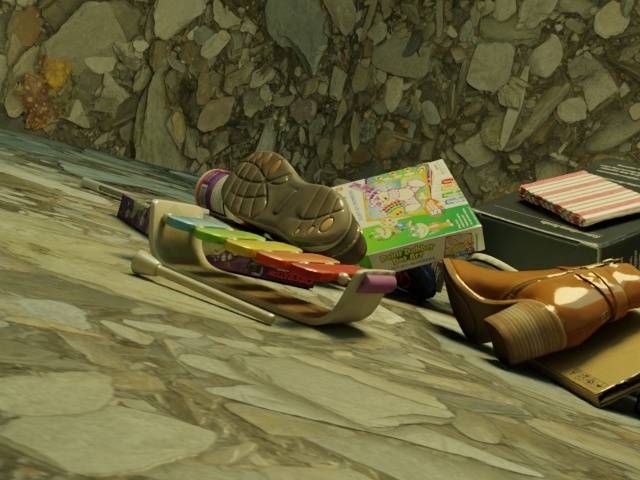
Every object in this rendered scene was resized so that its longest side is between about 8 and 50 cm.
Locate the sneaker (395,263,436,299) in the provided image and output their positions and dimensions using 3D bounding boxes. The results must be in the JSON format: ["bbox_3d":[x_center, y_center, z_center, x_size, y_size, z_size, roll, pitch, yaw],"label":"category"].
[{"bbox_3d":[0.114,0.050,1.745,0.221,0.083,0.087,29,45,29],"label":"sneaker"}]

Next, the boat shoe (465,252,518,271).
[{"bbox_3d":[0.300,0.104,1.495,0.116,0.099,0.319,37,-4,-28],"label":"boat shoe"}]

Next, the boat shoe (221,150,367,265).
[{"bbox_3d":[-0.049,-0.040,1.600,0.130,0.132,0.355,49,-7,-37],"label":"boat shoe"}]

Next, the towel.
[{"bbox_3d":[0.444,-0.069,1.616,0.144,0.029,0.197,-14,24,-19],"label":"towel"}]

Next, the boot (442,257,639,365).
[{"bbox_3d":[0.303,0.063,1.334,0.220,0.109,0.283,-21,17,-9],"label":"boot"}]

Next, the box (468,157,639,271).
[{"bbox_3d":[0.504,0.018,1.702,0.395,0.212,0.293,-18,24,-31],"label":"box"}]

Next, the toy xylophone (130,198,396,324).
[{"bbox_3d":[-0.078,0.031,1.156,0.323,0.081,0.236,18,5,16],"label":"toy xylophone"}]

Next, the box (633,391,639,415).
[{"bbox_3d":[0.459,0.218,1.058,0.159,0.044,0.233,17,4,2],"label":"box"}]

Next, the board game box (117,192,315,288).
[{"bbox_3d":[-0.169,-0.004,1.499,0.208,0.056,0.347,19,3,-30],"label":"board game box"}]

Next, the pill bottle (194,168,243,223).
[{"bbox_3d":[-0.177,-0.086,2.049,0.108,0.108,0.193,13,5,-40],"label":"pill bottle"}]

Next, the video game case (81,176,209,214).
[{"bbox_3d":[-0.356,-0.086,1.965,0.183,0.023,0.201,19,6,28],"label":"video game case"}]

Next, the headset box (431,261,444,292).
[{"bbox_3d":[0.226,0.067,1.960,0.032,0.062,0.083,14,6,-26],"label":"headset box"}]

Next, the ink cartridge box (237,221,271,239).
[{"bbox_3d":[0.000,0.000,1.954,0.296,0.066,0.261,13,-20,-42],"label":"ink cartridge box"}]

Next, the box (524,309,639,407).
[{"bbox_3d":[0.371,0.141,1.234,0.164,0.021,0.201,-24,15,-11],"label":"box"}]

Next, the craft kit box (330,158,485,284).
[{"bbox_3d":[0.130,-0.037,1.665,0.247,0.061,0.250,-17,32,-1],"label":"craft kit box"}]

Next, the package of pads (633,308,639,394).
[{"bbox_3d":[0.553,0.095,1.345,0.229,0.296,0.101,13,32,-42],"label":"package of pads"}]
